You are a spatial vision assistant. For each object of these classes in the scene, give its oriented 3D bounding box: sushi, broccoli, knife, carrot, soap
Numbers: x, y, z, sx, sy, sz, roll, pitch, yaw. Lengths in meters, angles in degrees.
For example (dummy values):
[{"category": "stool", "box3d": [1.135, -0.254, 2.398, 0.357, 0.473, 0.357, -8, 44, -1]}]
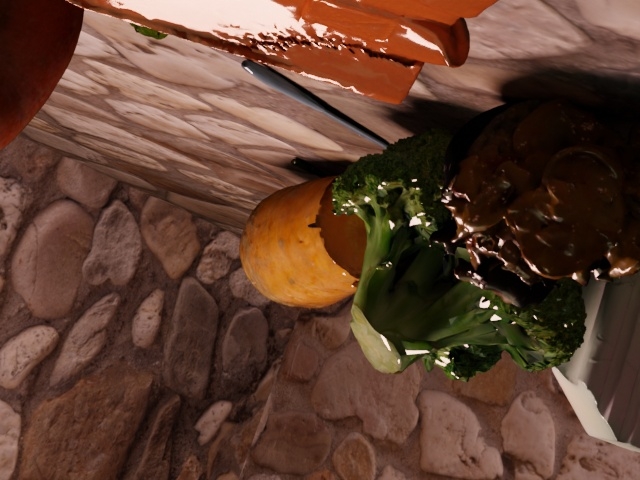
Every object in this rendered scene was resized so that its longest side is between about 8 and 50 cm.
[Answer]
[{"category": "sushi", "box3d": [0.227, -0.040, 1.161, 0.213, 0.200, 0.204, 15, 167, -5]}, {"category": "broccoli", "box3d": [0.169, 0.021, 1.469, 0.310, 0.321, 0.413, -8, 178, -21]}, {"category": "knife", "box3d": [-0.001, -0.173, 1.569, 0.044, 0.019, 0.313, 25, 180, 45]}, {"category": "carrot", "box3d": [0.000, 0.000, 2.028, 0.224, 0.224, 0.341, 23, 159, -22]}, {"category": "soap", "box3d": [0.414, 0.124, 1.563, 0.173, 0.289, 0.095, 22, 172, -22]}]

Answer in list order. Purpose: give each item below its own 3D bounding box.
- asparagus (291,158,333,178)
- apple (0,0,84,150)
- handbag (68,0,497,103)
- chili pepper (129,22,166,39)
[{"category": "asparagus", "box3d": [0.047, -0.094, 2.089, 0.233, 0.022, 0.023, 25, 128, -26]}, {"category": "apple", "box3d": [-0.384, -0.213, 0.975, 0.305, 0.338, 0.338, 20, 175, 40]}, {"category": "handbag", "box3d": [-0.019, -0.216, 0.661, 0.303, 0.116, 0.410, 17, 169, -8]}, {"category": "chili pepper", "box3d": [-0.167, -0.249, 1.215, 0.085, 0.076, 0.359, -5, -176, -23]}]
